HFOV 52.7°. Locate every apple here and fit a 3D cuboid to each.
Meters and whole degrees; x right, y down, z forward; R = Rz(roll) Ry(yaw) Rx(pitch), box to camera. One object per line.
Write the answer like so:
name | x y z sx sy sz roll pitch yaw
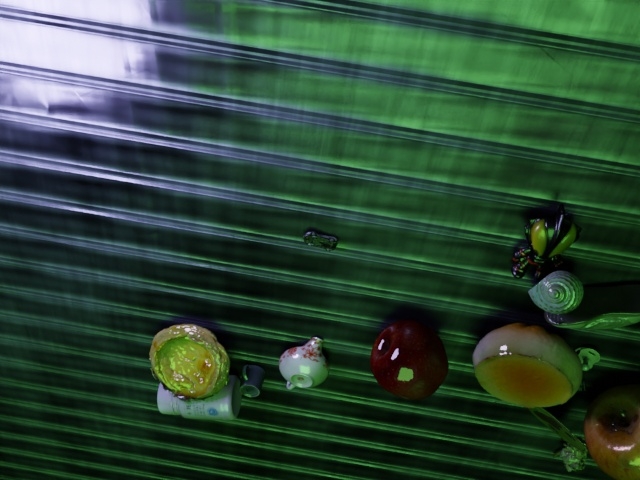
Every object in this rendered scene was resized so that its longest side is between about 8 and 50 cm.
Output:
apple | 0.251 0.340 1.840 0.201 0.218 0.218 22 132 -21
apple | 0.930 0.568 1.878 0.299 0.299 0.275 -24 127 28

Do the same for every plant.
plant | 0.844 0.722 2.196 0.122 0.104 0.117 -2 99 53

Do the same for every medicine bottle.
medicine bottle | -0.400 0.518 2.152 0.254 0.152 0.152 0 132 8

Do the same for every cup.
cup | -0.230 0.455 2.117 0.078 0.077 0.100 -15 127 21

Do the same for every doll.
doll | 0.552 0.012 1.582 0.127 0.088 0.249 -11 143 -20

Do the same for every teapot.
teapot | -0.057 0.406 2.038 0.159 0.116 0.245 19 139 -23

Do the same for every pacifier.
pacifier | 0.762 0.347 1.864 0.068 0.064 0.083 31 131 5

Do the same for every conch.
conch | 0.602 0.139 1.649 0.135 0.102 0.153 -14 153 28

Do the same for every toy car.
toy car | 0.000 0.000 1.704 0.093 0.025 0.041 18 131 -11

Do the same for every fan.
fan | 0.697 0.546 2.000 0.335 0.011 0.229 44 173 3

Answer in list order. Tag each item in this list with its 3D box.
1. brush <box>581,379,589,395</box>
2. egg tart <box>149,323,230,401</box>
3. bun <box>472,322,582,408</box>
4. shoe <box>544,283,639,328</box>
brush | 0.813 0.454 1.988 0.024 0.008 0.083 -9 130 21
egg tart | -0.405 0.376 2.034 0.278 0.095 0.279 5 112 12
bun | 0.584 0.335 1.817 0.298 0.165 0.299 18 143 14
shoe | 0.733 0.187 1.704 0.274 0.103 0.098 -5 144 17
